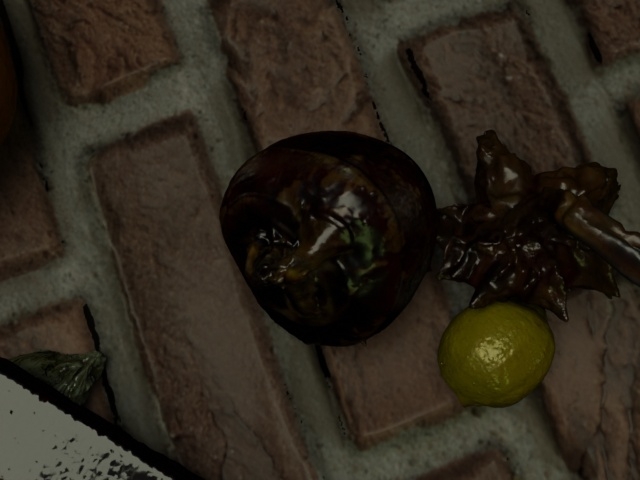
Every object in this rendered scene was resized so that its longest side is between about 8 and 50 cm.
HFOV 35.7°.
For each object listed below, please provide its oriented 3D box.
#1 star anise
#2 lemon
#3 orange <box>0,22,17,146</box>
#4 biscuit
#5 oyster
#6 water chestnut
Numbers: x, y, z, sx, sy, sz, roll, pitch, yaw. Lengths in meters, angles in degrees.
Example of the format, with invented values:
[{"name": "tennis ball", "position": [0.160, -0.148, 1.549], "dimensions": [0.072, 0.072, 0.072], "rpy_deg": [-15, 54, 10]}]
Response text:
[{"name": "star anise", "position": [0.230, -0.010, 0.970], "dimensions": [0.237, 0.346, 0.148], "rpy_deg": [-16, 112, -12]}, {"name": "lemon", "position": [0.179, 0.111, 1.009], "dimensions": [0.109, 0.109, 0.133], "rpy_deg": [40, 80, 14]}, {"name": "orange", "position": [-0.501, -0.174, 1.080], "dimensions": [0.340, 0.293, 0.341], "rpy_deg": [1, 83, -7]}, {"name": "biscuit", "position": [-0.212, 0.254, 1.011], "dimensions": [0.388, 0.073, 0.107], "rpy_deg": [32, 84, 0]}, {"name": "oyster", "position": [-0.325, 0.178, 1.099], "dimensions": [0.177, 0.064, 0.125], "rpy_deg": [-9, 63, 16]}, {"name": "water chestnut", "position": [0.000, 0.000, 1.001], "dimensions": [0.223, 0.224, 0.238], "rpy_deg": [30, 41, 13]}]
